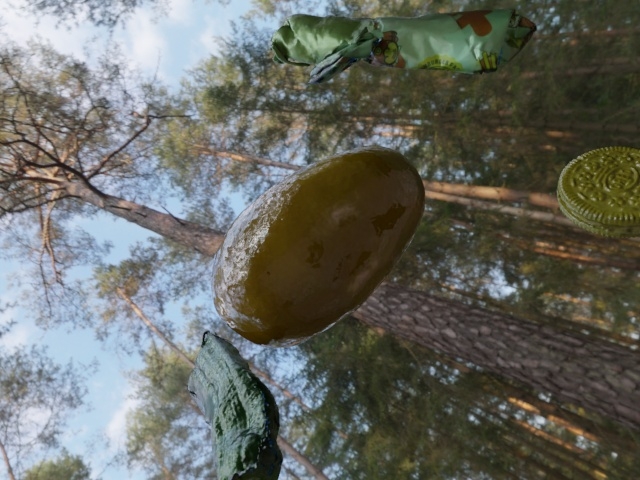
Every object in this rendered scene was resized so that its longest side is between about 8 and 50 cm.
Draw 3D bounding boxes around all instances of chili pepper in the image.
[{"bbox_3d":[-0.095,0.174,0.497,0.061,0.224,0.098,20,-80,-29],"label":"chili pepper"}]

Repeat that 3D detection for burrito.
[{"bbox_3d":[0.053,-0.191,0.465,0.104,0.288,0.054,-48,-39,-36],"label":"burrito"}]

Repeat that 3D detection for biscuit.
[{"bbox_3d":[0.224,-0.038,0.351,0.084,0.084,0.023,-49,-40,-26],"label":"biscuit"}]

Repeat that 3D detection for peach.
[{"bbox_3d":[0.000,0.000,0.487,0.153,0.251,0.251,43,-116,-2],"label":"peach"}]
